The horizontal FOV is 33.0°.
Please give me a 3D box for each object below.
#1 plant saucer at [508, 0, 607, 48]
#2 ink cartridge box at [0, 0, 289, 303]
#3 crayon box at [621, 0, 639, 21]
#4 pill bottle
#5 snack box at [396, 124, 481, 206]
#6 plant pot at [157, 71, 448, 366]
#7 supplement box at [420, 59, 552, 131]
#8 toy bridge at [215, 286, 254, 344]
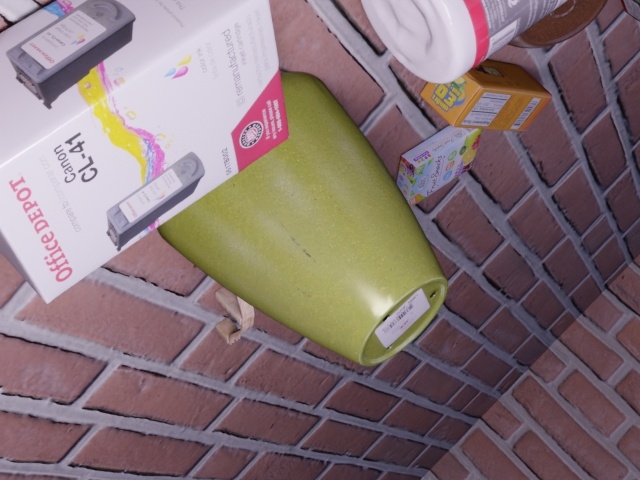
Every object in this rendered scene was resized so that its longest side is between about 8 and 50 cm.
[{"bbox_3d":[0.327,-0.332,1.485,0.198,0.036,0.199,-17,147,-11],"label":"plant saucer"},{"bbox_3d":[-0.190,-0.114,1.006,0.306,0.131,0.226,-38,154,-17],"label":"ink cartridge box"},{"bbox_3d":[0.559,-0.498,1.571,0.313,0.106,0.363,-49,155,7],"label":"crayon box"},{"bbox_3d":[0.212,-0.331,1.221,0.318,0.176,0.176,-37,154,-17],"label":"pill bottle"},{"bbox_3d":[0.180,-0.121,1.652,0.141,0.037,0.100,-32,151,-24],"label":"snack box"},{"bbox_3d":[0.000,0.000,1.268,0.274,0.293,0.275,-34,153,-20],"label":"plant pot"},{"bbox_3d":[0.243,-0.211,1.566,0.233,0.078,0.080,-2,135,-54],"label":"supplement box"},{"bbox_3d":[-0.118,0.089,1.496,0.026,0.063,0.188,-31,152,-26],"label":"toy bridge"}]
